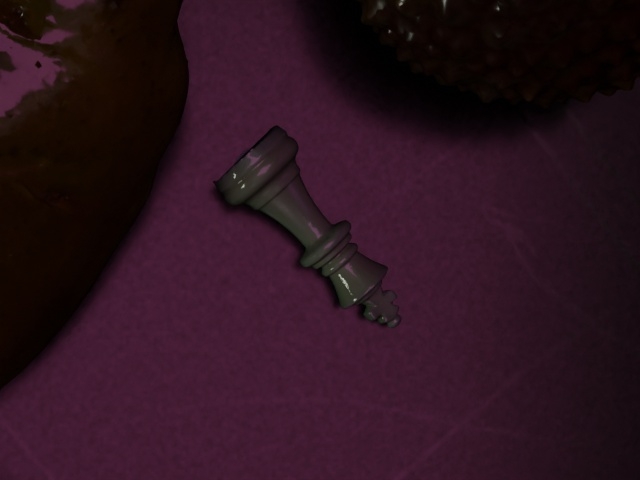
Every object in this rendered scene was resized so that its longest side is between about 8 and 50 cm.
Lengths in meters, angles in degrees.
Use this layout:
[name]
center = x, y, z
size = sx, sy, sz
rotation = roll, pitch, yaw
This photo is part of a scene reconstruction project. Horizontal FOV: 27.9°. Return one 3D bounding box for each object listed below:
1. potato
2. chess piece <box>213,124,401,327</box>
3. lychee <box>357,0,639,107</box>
[potato]
center = -0.209, -0.043, 0.755
size = 0.176, 0.195, 0.369
rotation = 28, 93, 34
[chess piece]
center = 0.000, 0.000, 0.821
size = 0.059, 0.059, 0.149
rotation = -41, 96, -7
[lychee]
center = 0.125, -0.213, 0.748
size = 0.267, 0.267, 0.268
rotation = 0, 87, -6
